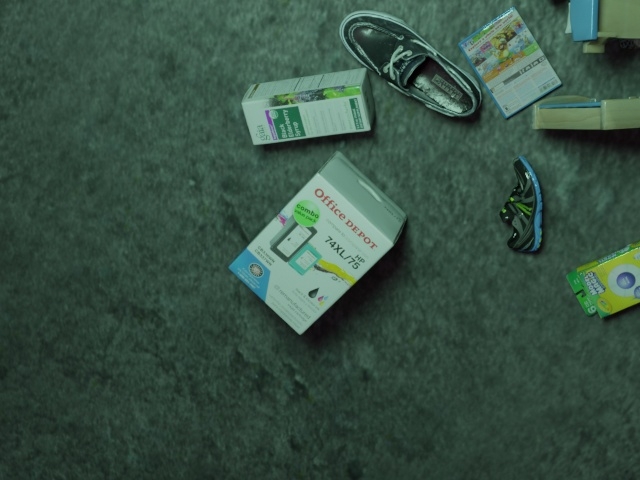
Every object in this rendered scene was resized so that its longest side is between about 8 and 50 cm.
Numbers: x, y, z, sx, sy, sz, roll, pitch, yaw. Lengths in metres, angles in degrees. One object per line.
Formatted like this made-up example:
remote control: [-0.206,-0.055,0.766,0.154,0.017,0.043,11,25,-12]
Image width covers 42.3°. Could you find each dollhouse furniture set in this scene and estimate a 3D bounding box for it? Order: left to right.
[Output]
dollhouse furniture set: [0.512,-0.344,1.397,0.286,0.198,0.303,-6,100,-20]

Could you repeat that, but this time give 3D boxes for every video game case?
video game case: [0.348,-0.325,1.520,0.119,0.015,0.166,-31,98,22]

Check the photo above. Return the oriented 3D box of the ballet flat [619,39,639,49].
ballet flat: [0.580,-0.358,1.436,0.114,0.041,0.041,-10,105,18]

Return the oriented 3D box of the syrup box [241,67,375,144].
syrup box: [-0.022,-0.256,1.583,0.237,0.096,0.093,-6,123,15]

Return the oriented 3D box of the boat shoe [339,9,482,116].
boat shoe: [0.162,-0.321,1.521,0.301,0.102,0.108,36,113,0]

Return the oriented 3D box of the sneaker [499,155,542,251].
sneaker: [0.379,-0.066,1.570,0.078,0.067,0.188,-3,110,9]

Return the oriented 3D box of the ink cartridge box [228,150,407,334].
ink cartridge box: [0.000,0.000,1.618,0.198,0.197,0.270,43,112,-3]

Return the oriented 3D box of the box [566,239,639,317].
box: [0.574,0.074,1.582,0.179,0.043,0.105,-28,99,23]
